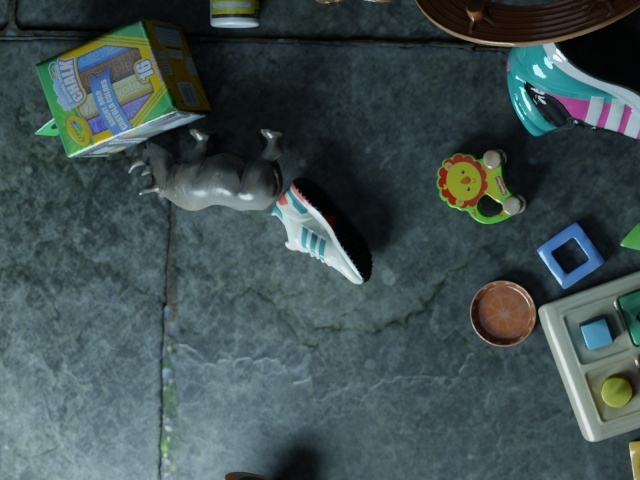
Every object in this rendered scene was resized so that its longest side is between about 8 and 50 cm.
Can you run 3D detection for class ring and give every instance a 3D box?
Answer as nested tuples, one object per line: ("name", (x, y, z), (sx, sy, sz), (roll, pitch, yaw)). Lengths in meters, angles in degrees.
("ring", (0.259, -0.347, 1.639), (0.337, 0.032, 0.336), (-13, 47, 14))

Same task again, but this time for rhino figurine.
("rhino figurine", (-0.152, -0.092, 1.882), (0.243, 0.073, 0.106), (1, 90, 27))

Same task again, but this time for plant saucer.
("plant saucer", (0.230, 0.091, 1.805), (0.083, 0.013, 0.083), (1, 95, 18))

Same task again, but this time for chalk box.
("chalk box", (-0.275, -0.189, 1.883), (0.213, 0.132, 0.132), (-20, 88, 17))

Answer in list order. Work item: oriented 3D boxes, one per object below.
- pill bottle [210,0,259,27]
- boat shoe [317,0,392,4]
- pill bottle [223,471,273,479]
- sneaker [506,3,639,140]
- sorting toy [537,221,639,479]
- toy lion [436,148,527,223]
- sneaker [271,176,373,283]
("pill bottle", (-0.111, -0.334, 1.855), (0.065, 0.065, 0.116), (1, 95, 18))
("boat shoe", (0.017, -0.330, 1.823), (0.178, 0.064, 0.060), (19, 130, 17))
("pill bottle", (-0.116, 0.429, 1.880), (0.130, 0.130, 0.245), (18, 99, 16))
("sneaker", (0.334, -0.165, 1.701), (0.295, 0.178, 0.124), (30, 69, -22))
("sorting toy", (0.380, 0.137, 1.743), (0.196, 0.047, 0.347), (-21, 88, 18))
("toy lion", (0.196, -0.066, 1.798), (0.096, 0.034, 0.100), (-24, 87, 25))
("sneaker", (0.000, 0.000, 1.857), (0.075, 0.057, 0.161), (-43, 82, 32))
